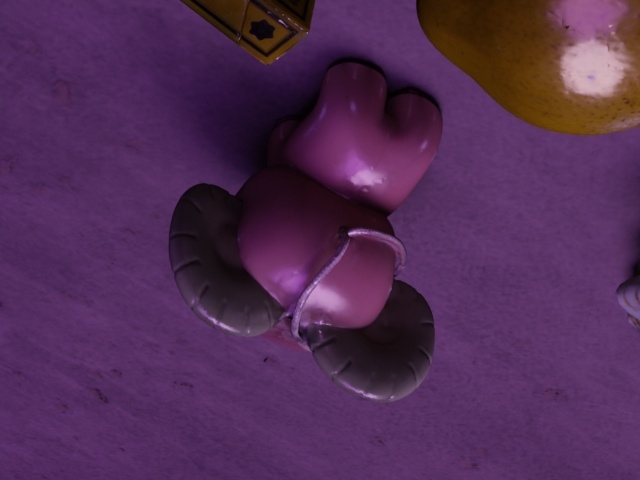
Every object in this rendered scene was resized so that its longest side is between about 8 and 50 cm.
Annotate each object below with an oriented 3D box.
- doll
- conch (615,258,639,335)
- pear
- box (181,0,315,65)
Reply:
[{"bbox_3d":[0.000,0.000,1.560,0.284,0.268,0.216,25,137,-18],"label":"doll"},{"bbox_3d":[0.378,0.033,1.589,0.203,0.169,0.386,-24,168,-19],"label":"conch"},{"bbox_3d":[0.214,-0.225,1.277,0.294,0.294,0.294,5,138,4],"label":"pear"},{"bbox_3d":[-0.097,-0.263,1.380,0.220,0.141,0.064,33,132,-26],"label":"box"}]
